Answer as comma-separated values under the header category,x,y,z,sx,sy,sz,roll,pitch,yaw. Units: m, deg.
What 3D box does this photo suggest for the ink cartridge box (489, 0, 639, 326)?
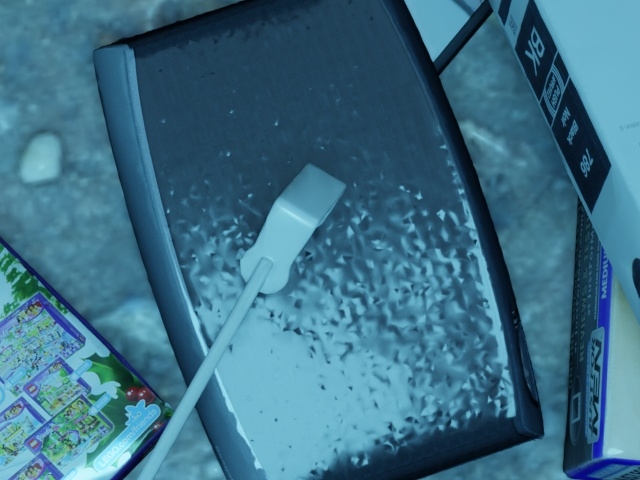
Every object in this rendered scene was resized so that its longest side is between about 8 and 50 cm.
category,x,y,z,sx,sy,sz,roll,pitch,yaw
ink cartridge box,0.195,-0.047,0.868,0.165,0.065,0.332,-14,62,-13

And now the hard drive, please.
category,x,y,z,sx,sy,sz,roll,pitch,yaw
hard drive,0.000,0.000,0.949,0.172,0.054,0.254,-18,88,-4

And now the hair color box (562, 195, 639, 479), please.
category,x,y,z,sx,sy,sz,roll,pitch,yaw
hair color box,0.297,0.036,0.953,0.339,0.110,0.185,4,79,-1

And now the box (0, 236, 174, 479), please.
category,x,y,z,sx,sy,sz,roll,pitch,yaw
box,-0.239,0.118,0.921,0.201,0.057,0.293,45,80,5

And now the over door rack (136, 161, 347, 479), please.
category,x,y,z,sx,sy,sz,roll,pitch,yaw
over door rack,0.008,0.163,0.855,0.239,0.108,0.324,31,103,2

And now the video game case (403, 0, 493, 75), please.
category,x,y,z,sx,sy,sz,roll,pitch,yaw
video game case,0.044,-0.258,1.029,0.248,0.035,0.275,39,79,4
